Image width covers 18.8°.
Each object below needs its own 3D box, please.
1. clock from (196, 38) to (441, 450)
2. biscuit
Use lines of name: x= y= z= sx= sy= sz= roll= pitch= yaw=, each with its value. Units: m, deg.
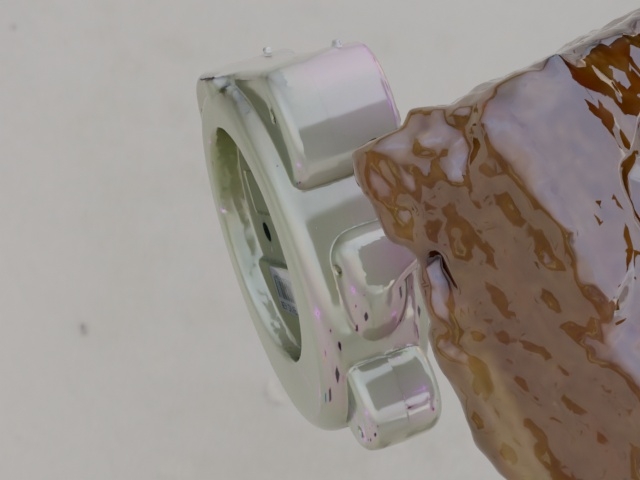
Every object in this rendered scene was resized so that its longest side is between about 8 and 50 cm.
clock: x=0.000 y=0.000 z=1.538 sx=0.114 sy=0.284 sz=0.309 roll=-19 pitch=99 yaw=-16
biscuit: x=0.235 y=0.017 z=1.217 sx=0.395 sy=0.166 sz=0.342 roll=-30 pitch=92 yaw=-47
